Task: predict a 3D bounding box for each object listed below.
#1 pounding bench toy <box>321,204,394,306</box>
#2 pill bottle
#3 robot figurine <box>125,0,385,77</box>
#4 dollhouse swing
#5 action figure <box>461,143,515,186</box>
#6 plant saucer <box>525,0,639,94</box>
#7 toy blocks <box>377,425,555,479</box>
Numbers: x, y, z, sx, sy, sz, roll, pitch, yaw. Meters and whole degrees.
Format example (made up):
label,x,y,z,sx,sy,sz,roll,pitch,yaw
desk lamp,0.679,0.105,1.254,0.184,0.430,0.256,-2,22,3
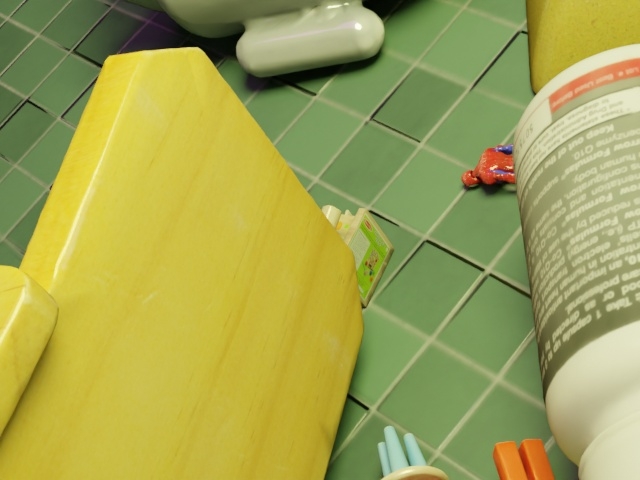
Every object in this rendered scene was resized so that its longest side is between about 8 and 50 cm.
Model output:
label,x,y,z,sx,sy,sz,roll,pitch,yaw
pounding bench toy,0.000,0.000,0.983,0.065,0.083,0.052,9,61,35
pill bottle,0.200,0.040,0.774,0.161,0.161,0.283,-17,49,20
robot figurine,-0.025,-0.288,1.144,0.353,0.200,0.300,-10,88,25
dollhouse swing,-0.165,0.105,0.813,0.315,0.347,0.305,-16,50,20
action figure,0.152,-0.058,0.975,0.115,0.030,0.038,-14,44,28
plant saucer,0.299,-0.290,1.034,0.332,0.081,0.333,-14,50,21
toy blocks,0.092,0.159,0.821,0.123,0.054,0.148,-28,45,11
